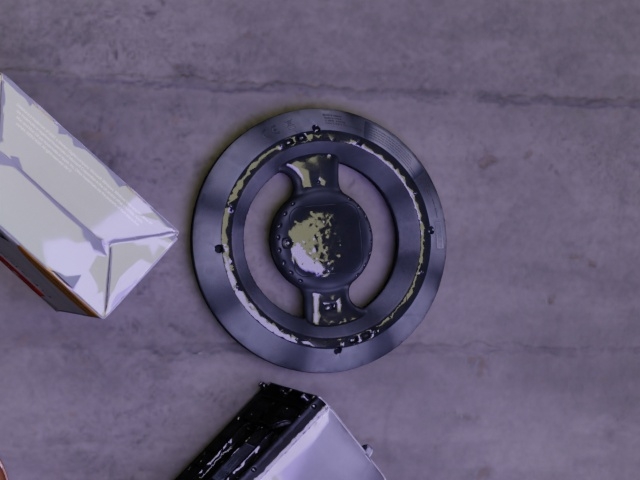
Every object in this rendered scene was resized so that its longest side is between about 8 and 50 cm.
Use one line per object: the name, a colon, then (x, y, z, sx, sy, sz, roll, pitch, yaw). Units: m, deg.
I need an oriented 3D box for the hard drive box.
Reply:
hard drive box: (-0.224, -0.031, 1.494, 0.181, 0.232, 0.089, 43, 79, -11)

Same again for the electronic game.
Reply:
electronic game: (0.000, 0.000, 1.652, 0.229, 0.048, 0.229, 1, 87, -16)

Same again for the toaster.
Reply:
toaster: (-0.049, 0.215, 1.573, 0.185, 0.168, 0.110, -46, 101, -13)

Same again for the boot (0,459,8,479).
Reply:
boot: (-0.264, 0.223, 1.519, 0.073, 0.152, 0.197, -30, 97, -14)
